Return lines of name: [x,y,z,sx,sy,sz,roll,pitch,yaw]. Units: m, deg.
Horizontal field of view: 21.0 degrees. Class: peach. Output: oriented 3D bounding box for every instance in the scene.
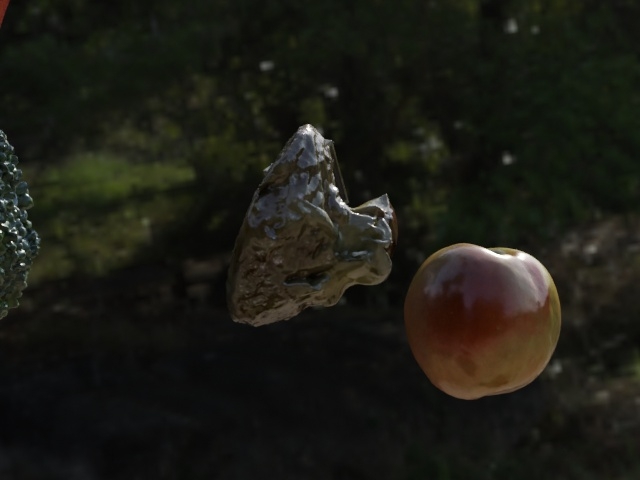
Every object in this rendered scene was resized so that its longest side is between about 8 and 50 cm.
peach: [0.183,0.091,1.950,0.184,0.184,0.184,-10,4,1]

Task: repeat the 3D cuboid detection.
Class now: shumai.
shumai: [0.000,0.000,1.712,0.153,0.209,0.161,20,5,1]

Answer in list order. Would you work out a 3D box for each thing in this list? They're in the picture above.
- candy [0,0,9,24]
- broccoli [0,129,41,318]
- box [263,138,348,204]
candy: [-0.340,-0.208,1.443,0.146,0.276,0.088,11,35,-21]
broccoli: [-0.450,-0.051,1.682,0.317,0.277,0.338,-4,-8,1]
box: [-0.015,-0.059,1.828,0.035,0.083,0.079,14,41,42]
